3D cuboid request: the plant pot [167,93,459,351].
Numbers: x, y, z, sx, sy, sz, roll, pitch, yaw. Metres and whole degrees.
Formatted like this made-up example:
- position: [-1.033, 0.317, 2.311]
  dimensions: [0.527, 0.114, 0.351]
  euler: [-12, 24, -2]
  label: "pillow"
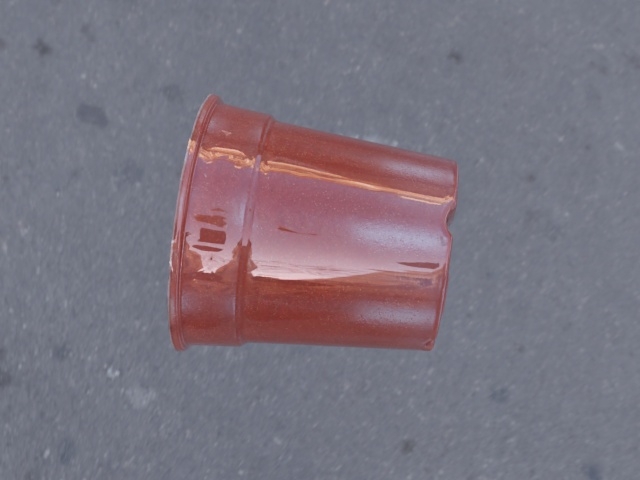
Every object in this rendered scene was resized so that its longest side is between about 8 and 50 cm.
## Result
- position: [0.000, 0.000, 1.200]
  dimensions: [0.265, 0.272, 0.272]
  euler: [8, 62, 3]
  label: "plant pot"
